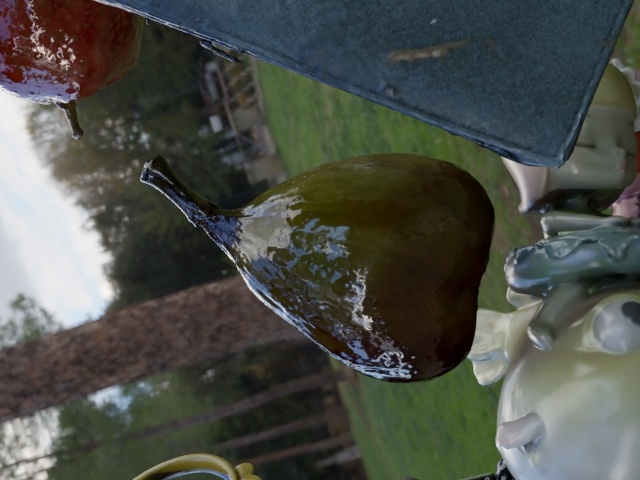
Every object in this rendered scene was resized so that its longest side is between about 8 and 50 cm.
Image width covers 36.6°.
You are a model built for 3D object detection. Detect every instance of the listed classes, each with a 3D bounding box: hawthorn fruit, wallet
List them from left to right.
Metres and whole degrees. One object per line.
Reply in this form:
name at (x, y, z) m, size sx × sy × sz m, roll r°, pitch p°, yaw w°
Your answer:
hawthorn fruit at (-0.292, -0.235, 1.066) m, size 0.205 × 0.205 × 0.253 m, roll -119°, pitch 30°, yaw -65°
wallet at (-0.009, -0.187, 0.532) m, size 0.046 × 0.379 × 0.190 m, roll -60°, pitch -9°, yaw -85°

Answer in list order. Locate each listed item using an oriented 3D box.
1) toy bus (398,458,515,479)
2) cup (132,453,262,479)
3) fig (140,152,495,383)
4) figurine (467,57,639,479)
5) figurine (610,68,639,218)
toy bus at (0.212, 0.380, 1.177) m, size 0.143 × 0.305 × 0.179 m, roll -95°, pitch -10°, yaw -76°
cup at (-0.152, 0.286, 0.837) m, size 0.185 × 0.226 × 0.241 m, roll 74°, pitch -148°, yaw -40°
fig at (0.001, 0.000, 0.705) m, size 0.145 × 0.274 × 0.170 m, roll -138°, pitch 67°, yaw -77°
figurine at (0.195, 0.023, 0.775) m, size 0.274 × 0.227 × 0.394 m, roll -22°, pitch 71°, yaw 53°
figurine at (0.489, -0.150, 1.507) m, size 0.269 × 0.211 × 0.261 m, roll 61°, pitch -176°, yaw -33°
